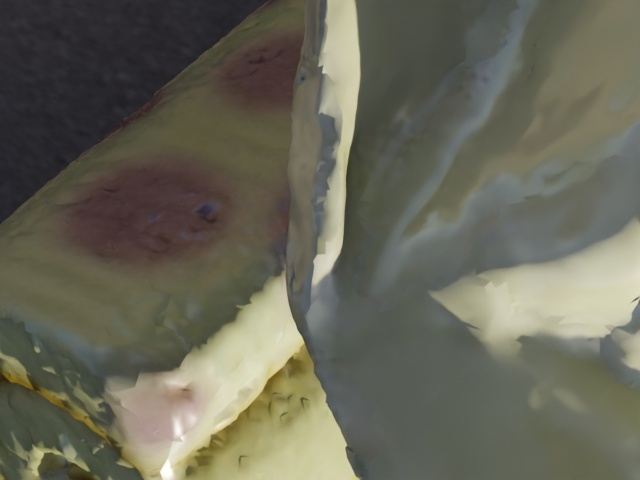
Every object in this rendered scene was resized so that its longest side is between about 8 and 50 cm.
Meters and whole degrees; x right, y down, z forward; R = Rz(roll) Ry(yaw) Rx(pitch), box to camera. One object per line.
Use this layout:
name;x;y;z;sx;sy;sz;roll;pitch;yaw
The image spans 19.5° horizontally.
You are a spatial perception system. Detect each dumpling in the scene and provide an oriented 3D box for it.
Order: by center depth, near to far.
dumpling;0.141;-0.006;0.485;0.315;0.233;0.395;-46;108;-13

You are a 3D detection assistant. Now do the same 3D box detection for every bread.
bread;0.000;0.000;0.749;0.338;0.155;0.187;-43;136;-36
